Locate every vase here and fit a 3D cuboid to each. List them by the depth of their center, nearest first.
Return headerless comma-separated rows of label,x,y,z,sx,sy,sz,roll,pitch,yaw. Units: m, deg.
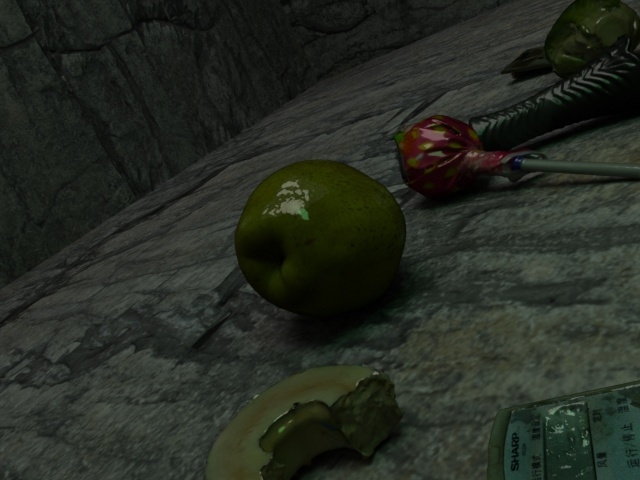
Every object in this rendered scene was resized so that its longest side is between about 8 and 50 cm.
vase,0.337,-0.191,0.965,0.238,0.115,0.115,-22,18,24

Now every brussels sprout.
brussels sprout,0.483,-0.365,1.188,0.145,0.131,0.183,-38,14,-16

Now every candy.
candy,0.243,-0.102,0.869,0.124,0.124,0.366,-36,28,-28

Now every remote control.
remote control,0.208,0.110,0.372,0.234,0.038,0.098,-20,18,25

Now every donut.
donut,-0.022,0.160,0.520,0.166,0.065,0.108,-38,20,-28

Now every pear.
pear,0.001,0.001,0.766,0.198,0.198,0.198,-25,17,8

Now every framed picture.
framed picture,0.495,-0.388,1.402,0.201,0.010,0.136,1,32,44

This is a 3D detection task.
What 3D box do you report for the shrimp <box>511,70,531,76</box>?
shrimp,0.448,-0.384,1.488,0.059,0.023,0.108,-29,15,20
